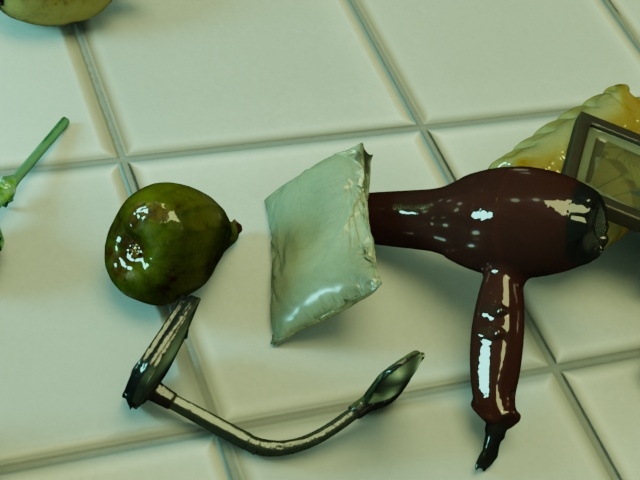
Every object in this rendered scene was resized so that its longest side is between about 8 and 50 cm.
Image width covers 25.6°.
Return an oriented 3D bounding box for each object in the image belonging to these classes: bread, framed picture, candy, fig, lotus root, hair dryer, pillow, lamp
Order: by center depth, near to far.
[{"bbox_3d":[-0.045,0.135,1.391,0.283,0.203,0.125,16,65,-5],"label":"lamp"},{"bbox_3d":[0.152,0.084,1.541,0.312,0.123,0.341,-3,68,30],"label":"hair dryer"},{"bbox_3d":[-0.165,-0.001,1.555,0.126,0.133,0.185,3,6,8],"label":"fig"},{"bbox_3d":[0.000,0.000,1.581,0.050,0.148,0.230,41,31,-34],"label":"pillow"},{"bbox_3d":[-0.358,-0.063,1.588,0.091,0.083,0.305,6,35,14],"label":"candy"},{"bbox_3d":[0.367,-0.070,1.646,0.168,0.023,0.128,22,55,-1],"label":"framed picture"},{"bbox_3d":[0.322,-0.072,1.723,0.311,0.121,0.173,-29,70,-32],"label":"bread"},{"bbox_3d":[-0.328,-0.339,1.811,0.220,0.118,0.125,-11,84,-27],"label":"lotus root"}]
